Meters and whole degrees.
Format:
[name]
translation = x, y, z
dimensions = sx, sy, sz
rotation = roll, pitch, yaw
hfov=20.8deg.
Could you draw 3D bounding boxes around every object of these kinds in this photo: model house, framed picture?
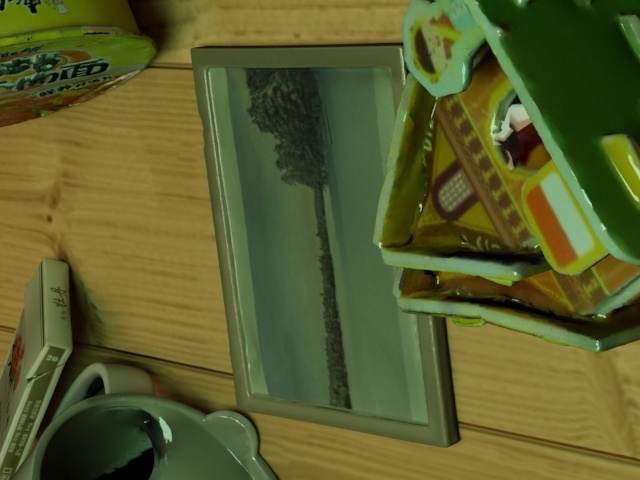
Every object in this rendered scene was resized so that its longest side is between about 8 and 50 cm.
[model house]
translation = 0.170, 0.012, 0.940
dimensions = 0.340, 0.300, 0.323
rotation = 63, 145, 14
[framed picture]
translation = 0.000, 0.000, 1.275
dimensions = 0.213, 0.016, 0.289
rotation = 5, 108, 42

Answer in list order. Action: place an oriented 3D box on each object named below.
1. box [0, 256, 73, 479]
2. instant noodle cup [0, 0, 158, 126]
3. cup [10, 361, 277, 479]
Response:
[box]
translation = -0.256, 0.121, 1.508
dimensions = 0.109, 0.029, 0.198
rotation = -101, 29, -48
[instant noodle cup]
translation = -0.273, -0.202, 1.309
dimensions = 0.264, 0.264, 0.200
rotation = -20, 83, 45
[cup]
translation = -0.173, 0.241, 1.402
dimensions = 0.257, 0.219, 0.289
rotation = -51, 39, 41
